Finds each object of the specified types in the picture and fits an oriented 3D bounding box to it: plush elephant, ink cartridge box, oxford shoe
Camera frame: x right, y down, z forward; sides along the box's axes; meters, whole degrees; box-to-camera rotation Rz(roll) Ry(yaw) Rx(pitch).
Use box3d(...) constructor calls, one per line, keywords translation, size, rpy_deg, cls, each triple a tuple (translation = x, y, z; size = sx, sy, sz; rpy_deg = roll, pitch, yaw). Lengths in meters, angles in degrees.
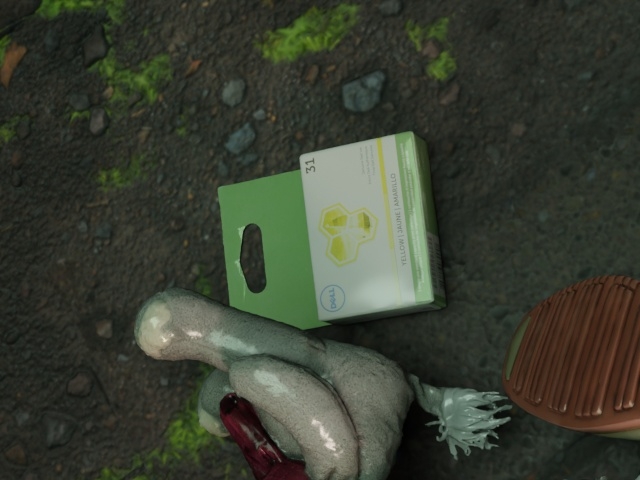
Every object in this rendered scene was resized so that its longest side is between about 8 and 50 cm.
box3d(translation=(-0.017, 0.227, 1.331), size=(0.330, 0.272, 0.255), rpy_deg=(12, 68, 9), cls="plush elephant")
box3d(translation=(0.000, 0.000, 1.484), size=(0.235, 0.056, 0.171), rpy_deg=(-11, 78, 20), cls="ink cartridge box")
box3d(translation=(0.306, 0.118, 1.241), size=(0.397, 0.146, 0.140), rpy_deg=(1, 66, 59), cls="oxford shoe")

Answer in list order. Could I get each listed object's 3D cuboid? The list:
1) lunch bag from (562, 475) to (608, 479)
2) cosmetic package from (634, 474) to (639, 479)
box3d(translation=(0.266, 0.347, 1.127), size=(0.305, 0.212, 0.256), rpy_deg=(25, 75, 25), cls="lunch bag")
box3d(translation=(0.276, 0.409, 1.267), size=(0.284, 0.097, 0.377), rpy_deg=(45, 100, 22), cls="cosmetic package")
